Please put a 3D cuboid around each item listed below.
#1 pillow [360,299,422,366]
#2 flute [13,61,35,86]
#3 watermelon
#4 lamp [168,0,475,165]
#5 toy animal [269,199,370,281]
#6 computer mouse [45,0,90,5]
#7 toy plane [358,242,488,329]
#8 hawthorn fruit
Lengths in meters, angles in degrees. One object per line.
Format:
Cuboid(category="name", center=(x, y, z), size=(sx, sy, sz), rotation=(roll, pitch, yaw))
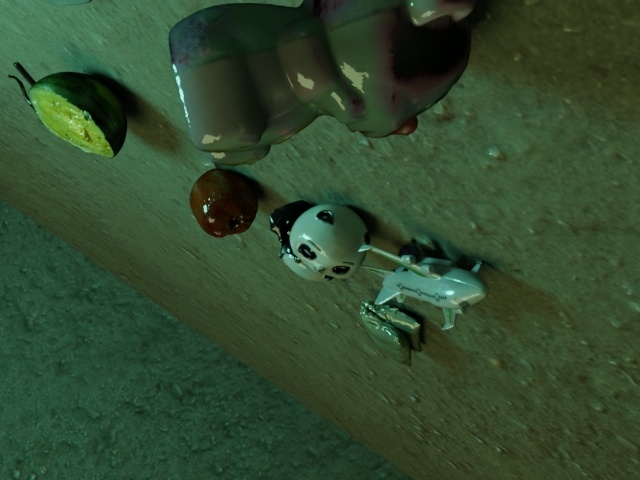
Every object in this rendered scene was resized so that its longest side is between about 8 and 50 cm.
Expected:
Cuboid(category="pillow", center=(0.154, 0.198, 1.784), size=(0.134, 0.078, 0.181), rotation=(30, 163, 23))
Cuboid(category="flute", center=(-0.651, -0.329, 1.984), size=(0.014, 0.014, 0.270), rotation=(19, 154, 38))
Cuboid(category="watermelon", center=(-0.485, -0.270, 1.680), size=(0.232, 0.127, 0.204), rotation=(23, 157, 26))
Cuboid(category="lamp", center=(-0.001, -0.212, 0.856), size=(0.247, 0.301, 0.248), rotation=(77, 177, -85))
Cuboid(category="toy animal", center=(0.000, 0.000, 1.496), size=(0.166, 0.138, 0.179), rotation=(25, 169, -20))
Cuboid(category="computer mouse", center=(-0.455, -0.436, 1.349), size=(0.228, 0.068, 0.113), rotation=(21, 157, 35))
Cuboid(category="toy plane", center=(0.188, 0.068, 1.398), size=(0.251, 0.101, 0.255), rotation=(41, 154, -30))
Cuboid(category="hawthorn fruit", center=(-0.199, -0.077, 1.662), size=(0.138, 0.132, 0.133), rotation=(53, 171, 32))
